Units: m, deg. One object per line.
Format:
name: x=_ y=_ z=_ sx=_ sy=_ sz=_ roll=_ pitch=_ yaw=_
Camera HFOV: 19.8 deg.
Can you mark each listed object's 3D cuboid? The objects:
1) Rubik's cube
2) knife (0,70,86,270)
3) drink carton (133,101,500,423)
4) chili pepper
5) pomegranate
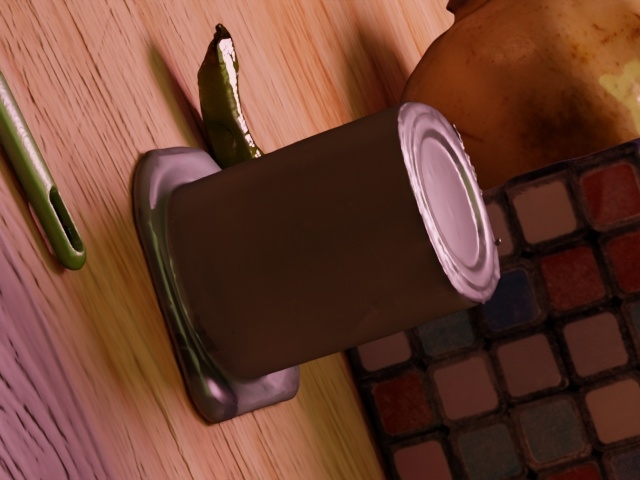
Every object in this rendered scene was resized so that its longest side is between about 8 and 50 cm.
Rubik's cube: x=0.202 y=0.086 z=1.549 sx=0.287 sy=0.292 sz=0.293 roll=71 pitch=20 yaw=1
knife: x=-0.182 y=-0.074 z=1.020 sx=0.212 sy=0.015 sz=0.054 roll=66 pitch=19 yaw=-16
drink carton: x=0.000 y=0.000 z=1.216 sx=0.185 sy=0.189 sz=0.191 roll=-5 pitch=76 yaw=-66
chili pepper: x=-0.050 y=-0.061 z=1.343 sx=0.052 sy=0.050 sz=0.202 roll=-110 pitch=175 yaw=-60
pomegranate: x=0.237 y=-0.124 z=1.827 sx=0.332 sy=0.332 sz=0.333 roll=-19 pitch=90 yaw=-72
